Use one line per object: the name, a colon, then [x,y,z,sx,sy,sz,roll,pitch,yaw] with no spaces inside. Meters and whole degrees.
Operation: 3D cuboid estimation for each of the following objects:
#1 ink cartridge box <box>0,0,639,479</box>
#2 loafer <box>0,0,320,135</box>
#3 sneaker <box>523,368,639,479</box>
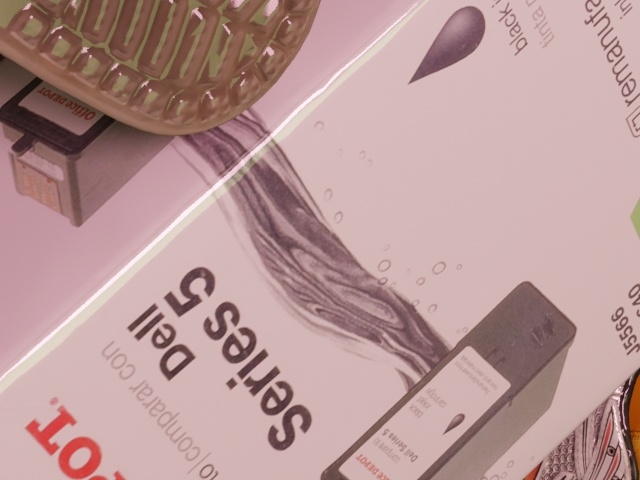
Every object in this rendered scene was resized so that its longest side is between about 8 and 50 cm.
ink cartridge box: [0.000,0.000,0.615,0.273,0.115,0.198,-43,135,-10]
loafer: [-0.120,-0.117,0.469,0.268,0.092,0.102,38,88,-30]
sneaker: [0.102,0.096,0.774,0.088,0.092,0.225,8,111,-42]
